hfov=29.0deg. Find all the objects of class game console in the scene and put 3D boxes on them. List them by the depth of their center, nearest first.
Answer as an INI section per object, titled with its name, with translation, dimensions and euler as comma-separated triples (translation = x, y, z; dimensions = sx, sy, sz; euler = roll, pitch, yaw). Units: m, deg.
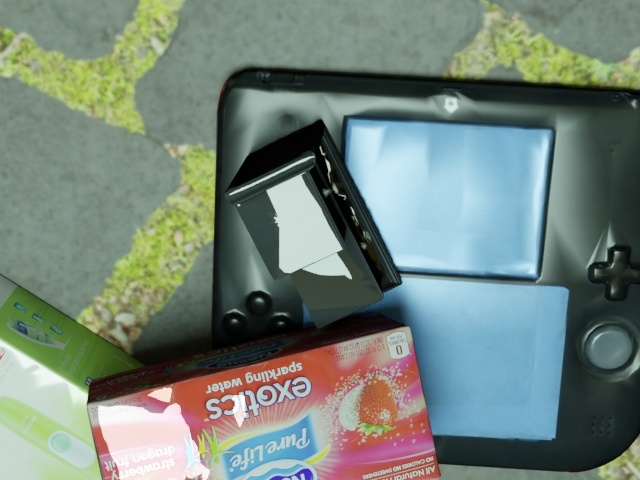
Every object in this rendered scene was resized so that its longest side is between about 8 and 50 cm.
[game console]
translation = 0.100, 0.032, 1.067
dimensions = 0.387, 0.060, 0.342
euler = 3, 110, 1

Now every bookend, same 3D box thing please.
[bookend]
translation = 0.000, 0.000, 0.962
dimensions = 0.072, 0.157, 0.156
euler = -25, 100, 9

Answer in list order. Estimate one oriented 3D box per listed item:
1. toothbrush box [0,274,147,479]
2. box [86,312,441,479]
[toothbrush box]
translation = -0.263, 0.181, 1.099
dimensions = 0.283, 0.122, 0.206
euler = 34, 104, -8
[box]
translation = -0.048, 0.150, 0.984
dimensions = 0.257, 0.122, 0.128
euler = -13, 95, -8
